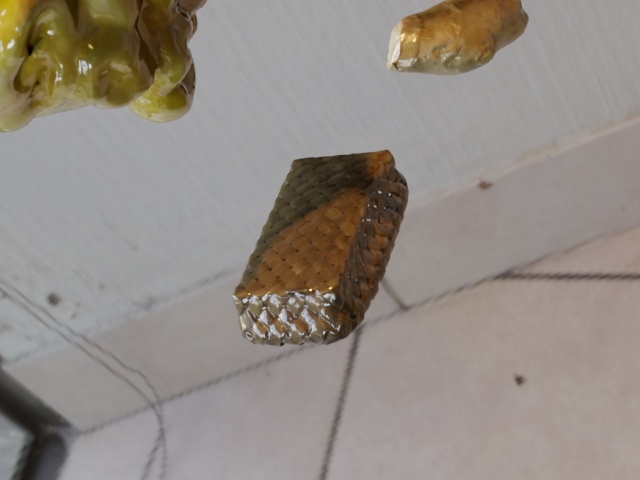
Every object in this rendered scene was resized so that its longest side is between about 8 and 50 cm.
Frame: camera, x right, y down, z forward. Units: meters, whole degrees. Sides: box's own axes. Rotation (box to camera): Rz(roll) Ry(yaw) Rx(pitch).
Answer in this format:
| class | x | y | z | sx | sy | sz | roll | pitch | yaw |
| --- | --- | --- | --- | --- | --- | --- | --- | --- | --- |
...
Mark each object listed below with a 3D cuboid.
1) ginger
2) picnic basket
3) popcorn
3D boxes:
| class | x | y | z | sx | sy | sz | roll | pitch | yaw |
| --- | --- | --- | --- | --- | --- | --- | --- | --- | --- |
| ginger | 0.139 | -0.208 | 1.357 | 0.095 | 0.068 | 0.190 | 0 | 25 | 46 |
| picnic basket | 0.000 | 0.000 | 1.093 | 0.110 | 0.055 | 0.193 | -3 | 42 | 24 |
| popcorn | -0.195 | -0.230 | 0.995 | 0.281 | 0.316 | 0.297 | -5 | 91 | 42 |
